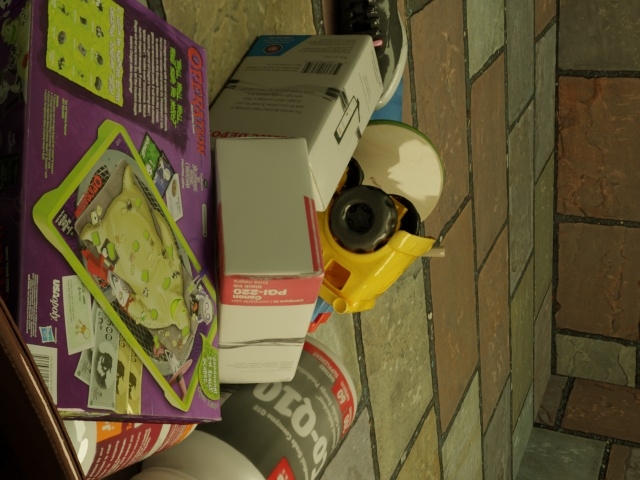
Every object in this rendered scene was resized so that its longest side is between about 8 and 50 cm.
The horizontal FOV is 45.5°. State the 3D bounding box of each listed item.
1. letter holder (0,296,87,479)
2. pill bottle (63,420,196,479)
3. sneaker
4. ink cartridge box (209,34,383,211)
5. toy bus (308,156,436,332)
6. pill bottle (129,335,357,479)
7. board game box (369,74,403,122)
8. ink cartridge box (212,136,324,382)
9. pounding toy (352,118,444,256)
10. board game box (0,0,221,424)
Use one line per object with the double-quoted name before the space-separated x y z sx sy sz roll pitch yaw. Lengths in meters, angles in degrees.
"letter holder" -0.267 0.066 0.361 0.152 0.214 0.302 -53 141 -45
"pill bottle" -0.201 0.136 0.616 0.221 0.121 0.121 -5 101 -64
"sneaker" 0.049 -0.332 1.039 0.147 0.104 0.296 14 77 -62
"ink cartridge box" -0.034 -0.138 0.856 0.203 0.148 0.086 -64 150 -33
"toy bus" 0.000 0.000 0.959 0.211 0.220 0.149 -53 162 13
"pill bottle" -0.087 0.233 0.822 0.283 0.161 0.161 -45 135 -52
"board game box" 0.088 -0.241 1.212 0.133 0.033 0.168 1 90 -59
"ink cartridge box" -0.062 0.026 0.755 0.218 0.092 0.158 102 -17 -55
"pounding toy" 0.086 -0.086 1.130 0.110 0.183 0.237 -91 172 -57
"board game box" -0.160 -0.036 0.594 0.208 0.056 0.347 22 58 -54
